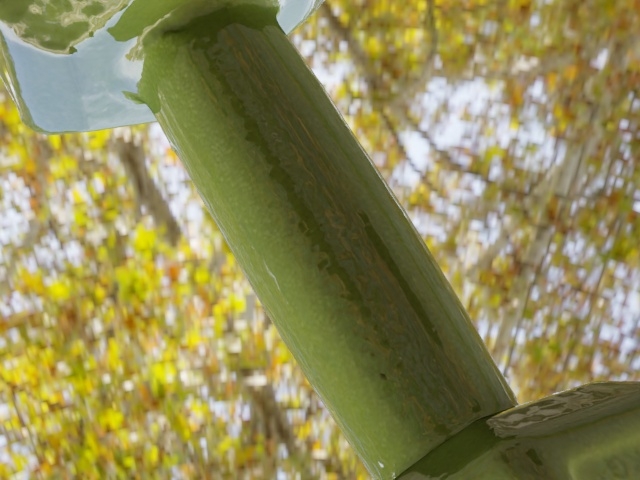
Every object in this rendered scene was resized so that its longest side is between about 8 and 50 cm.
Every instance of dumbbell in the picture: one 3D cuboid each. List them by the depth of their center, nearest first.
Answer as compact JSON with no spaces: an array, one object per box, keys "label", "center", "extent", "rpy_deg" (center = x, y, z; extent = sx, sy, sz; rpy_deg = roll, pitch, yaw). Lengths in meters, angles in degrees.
[{"label":"dumbbell","center":[0.000,0.000,0.504],"extent":[0.121,0.108,0.302],"rpy_deg":[-11,-121,-38]}]
